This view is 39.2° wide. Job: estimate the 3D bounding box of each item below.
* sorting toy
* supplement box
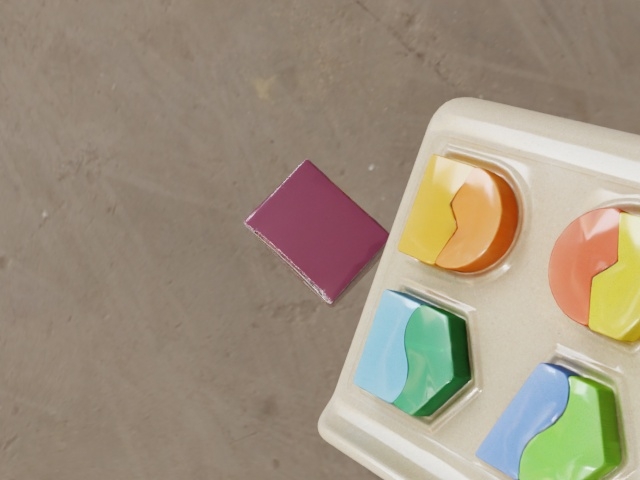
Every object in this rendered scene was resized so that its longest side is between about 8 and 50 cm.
[{"bbox_3d":[0.095,0.038,0.439,0.038,0.193,0.208,21,92,-46],"label":"sorting toy"},{"bbox_3d":[0.000,0.000,0.846,0.104,0.188,0.081,43,87,4],"label":"supplement box"}]
